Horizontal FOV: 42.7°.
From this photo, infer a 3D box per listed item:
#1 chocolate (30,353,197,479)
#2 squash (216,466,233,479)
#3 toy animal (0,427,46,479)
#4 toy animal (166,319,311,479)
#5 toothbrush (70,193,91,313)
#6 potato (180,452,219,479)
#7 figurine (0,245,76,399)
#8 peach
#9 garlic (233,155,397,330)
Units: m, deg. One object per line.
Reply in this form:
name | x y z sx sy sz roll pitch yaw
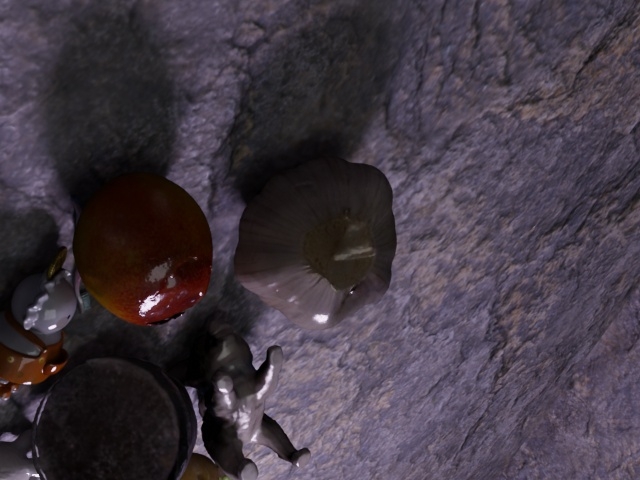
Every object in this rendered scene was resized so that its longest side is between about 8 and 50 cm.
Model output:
chocolate | -0.364 0.368 1.561 0.303 0.303 0.213 -41 167 1
squash | -0.244 0.665 2.172 0.066 0.066 0.229 -26 142 -19
toy animal | -0.597 0.459 1.557 0.178 0.127 0.193 1 128 -46
toy animal | -0.196 0.316 1.707 0.194 0.302 0.344 -23 118 -30
toothbrush | -0.397 0.027 1.353 0.027 0.021 0.269 -30 147 -36
potato | -0.281 0.520 1.688 0.150 0.146 0.234 -11 159 -3
figurine | -0.470 0.130 1.322 0.143 0.143 0.271 -1 110 -42
peach | -0.273 0.014 1.277 0.231 0.231 0.231 -25 143 -21
garlic | 0.000 0.000 1.490 0.317 0.259 0.318 -4 98 -27
